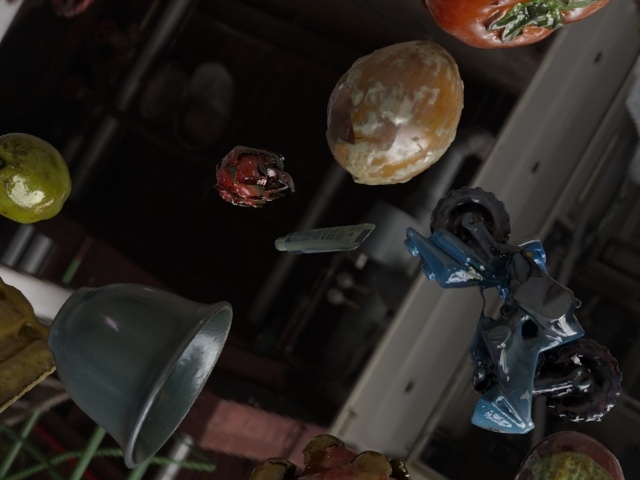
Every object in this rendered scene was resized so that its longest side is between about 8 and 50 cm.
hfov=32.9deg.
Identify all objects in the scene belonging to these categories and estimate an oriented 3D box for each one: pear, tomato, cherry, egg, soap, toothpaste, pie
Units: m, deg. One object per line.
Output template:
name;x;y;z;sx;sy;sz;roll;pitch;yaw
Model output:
pear;-0.368;-0.077;1.346;0.107;0.107;0.131;30;176;33
tomato;0.316;-0.474;1.760;0.341;0.273;0.341;-12;164;-4
cherry;0.471;0.473;2.032;0.206;0.239;0.239;18;174;32
egg;0.111;-0.190;1.609;0.195;0.233;0.195;33;-161;-13
soap;-0.557;0.134;1.549;0.304;0.169;0.339;49;-165;-2
toothpaste;0.000;0.000;1.744;0.216;0.062;0.037;-6;128;49
pie;0.357;0.405;1.448;0.201;0.248;0.090;2;157;-39

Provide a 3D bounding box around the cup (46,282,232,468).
cup;-0.206;0.118;1.148;0.150;0.199;0.199;29;-179;9

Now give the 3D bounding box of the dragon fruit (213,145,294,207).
dragon fruit;-0.126;-0.115;1.992;0.130;0.142;0.121;-96;-8;-50

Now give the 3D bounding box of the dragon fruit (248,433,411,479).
dragon fruit;0.011;0.326;1.008;0.250;0.291;0.269;-4;147;16

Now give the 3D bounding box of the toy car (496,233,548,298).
toy car;0.373;0.063;2.012;0.191;0.097;0.100;59;-171;-68

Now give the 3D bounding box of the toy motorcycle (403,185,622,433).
toy motorcycle;0.267;0.122;1.657;0.416;0.232;0.172;57;178;13
